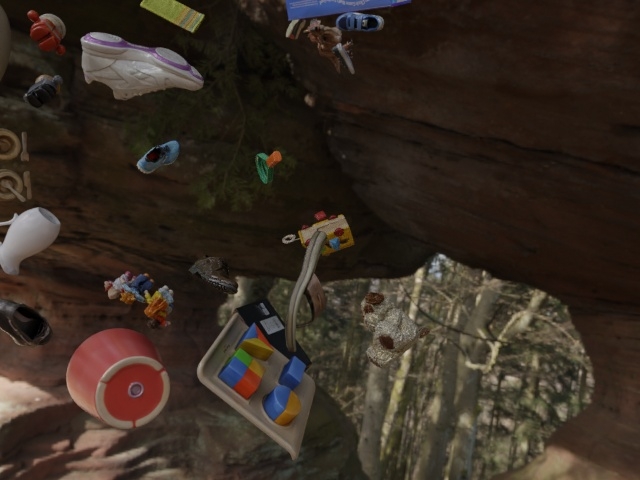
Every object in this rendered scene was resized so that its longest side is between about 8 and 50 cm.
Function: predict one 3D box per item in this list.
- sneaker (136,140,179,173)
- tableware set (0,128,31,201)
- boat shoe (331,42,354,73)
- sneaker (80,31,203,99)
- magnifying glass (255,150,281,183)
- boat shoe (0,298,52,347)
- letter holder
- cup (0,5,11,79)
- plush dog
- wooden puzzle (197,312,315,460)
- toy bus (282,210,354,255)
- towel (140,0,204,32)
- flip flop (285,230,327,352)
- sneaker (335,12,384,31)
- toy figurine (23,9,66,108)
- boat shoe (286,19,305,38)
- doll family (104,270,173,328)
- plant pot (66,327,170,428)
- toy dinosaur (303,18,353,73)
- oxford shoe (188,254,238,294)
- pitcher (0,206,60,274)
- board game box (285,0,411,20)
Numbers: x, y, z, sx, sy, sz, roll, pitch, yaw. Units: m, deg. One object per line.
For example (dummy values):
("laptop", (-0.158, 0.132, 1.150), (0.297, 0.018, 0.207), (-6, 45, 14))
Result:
("sneaker", (-0.497, -0.269, 1.543), (0.063, 0.162, 0.073), (46, -42, -8))
("tableware set", (-0.841, -0.199, 1.312), (0.039, 0.194, 0.128), (13, 15, 38))
("boat shoe", (0.086, -0.674, 1.834), (0.040, 0.049, 0.142), (-19, -34, 20))
("sneaker", (-0.466, -0.436, 1.295), (0.305, 0.152, 0.114), (12, 33, -17))
("magnifying glass", (-0.149, -0.220, 1.418), (0.026, 0.092, 0.231), (-19, 3, -16))
("boat shoe", (-1.024, 0.302, 1.723), (0.095, 0.112, 0.335), (7, -29, 8))
("letter holder", (-0.211, 0.403, 1.781), (0.152, 0.214, 0.302), (-15, 58, -45))
("cup", (-1.053, -0.537, 1.406), (0.331, 0.237, 0.331), (-24, -19, -9))
("plush dog", (0.225, 0.272, 1.666), (0.210, 0.225, 0.262), (-28, -27, -20))
("wooden puzzle", (-0.143, 0.369, 1.339), (0.348, 0.080, 0.322), (45, 17, -6))
("toy bus", (0.012, -0.001, 1.634), (0.202, 0.104, 0.191), (9, 43, 36))
("towel", (-0.598, -0.931, 1.991), (0.237, 0.102, 0.021), (26, -23, -5))
("flip flop", (-0.020, 0.114, 1.090), (0.080, 0.277, 0.112), (18, -16, -1))
("sneaker", (0.117, -0.650, 1.465), (0.144, 0.053, 0.059), (2, 28, 6))
("toy figurine", (-0.691, -0.421, 1.106), (0.213, 0.209, 0.148), (5, 32, -23))
("boat shoe", (-0.078, -0.780, 1.765), (0.043, 0.049, 0.137), (7, -31, -28))
("doll family", (-0.604, 0.188, 1.681), (0.263, 0.118, 0.163), (39, 22, -9))
("plant pot", (-0.558, 0.401, 1.402), (0.275, 0.275, 0.243), (9, -5, -34))
("toy dinosaur", (0.029, -0.836, 2.077), (0.200, 0.127, 0.296), (-9, -21, -2))
("oxford shoe", (-0.315, 0.094, 1.500), (0.227, 0.096, 0.083), (25, -16, 41))
("pitcher", (-0.949, -0.022, 1.550), (0.178, 0.207, 0.125), (46, -1, -10))
("board game box", (0.044, -0.675, 1.185), (0.347, 0.233, 0.078), (16, 36, 41))
